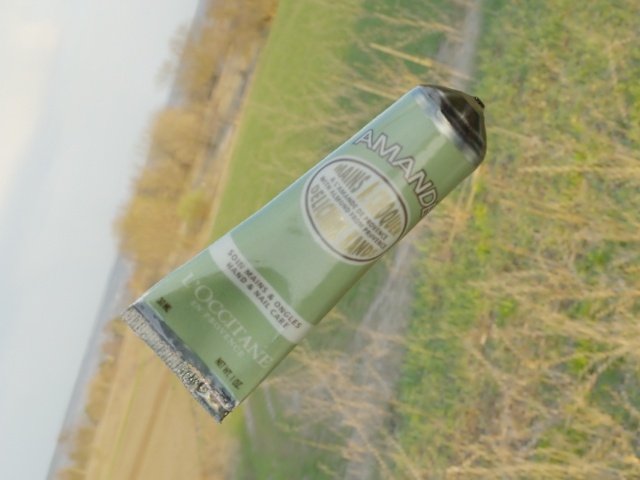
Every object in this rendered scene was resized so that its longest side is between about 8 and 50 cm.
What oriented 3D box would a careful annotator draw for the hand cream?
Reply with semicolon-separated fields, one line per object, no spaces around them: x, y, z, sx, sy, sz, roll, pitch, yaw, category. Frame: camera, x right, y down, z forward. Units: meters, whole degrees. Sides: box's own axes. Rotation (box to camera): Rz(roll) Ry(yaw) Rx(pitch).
0.000;0.000;0.595;0.235;0.086;0.055;-41;2;9;hand cream
